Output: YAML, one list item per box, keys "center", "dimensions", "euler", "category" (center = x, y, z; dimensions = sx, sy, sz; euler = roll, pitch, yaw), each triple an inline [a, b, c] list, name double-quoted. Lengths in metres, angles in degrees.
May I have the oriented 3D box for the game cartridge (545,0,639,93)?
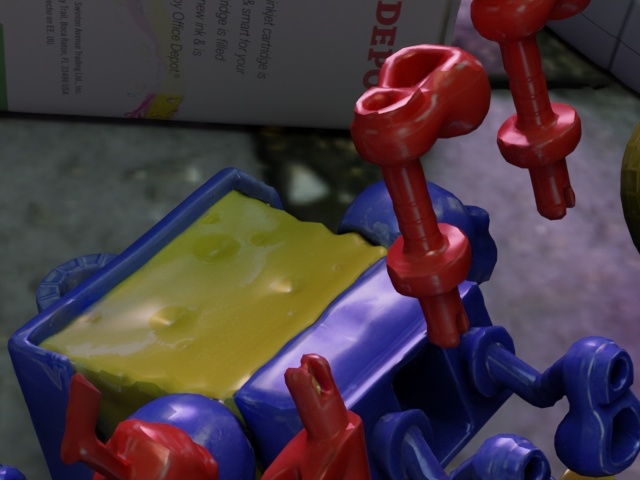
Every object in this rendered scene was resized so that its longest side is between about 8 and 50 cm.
- center: [0.241, -0.101, 0.698]
  dimensions: [0.297, 0.062, 0.198]
  euler: [27, 49, 12]
  category: "game cartridge"

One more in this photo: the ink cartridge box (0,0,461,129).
- center: [-0.054, -0.125, 0.603]
  dimensions: [0.212, 0.154, 0.093]
  euler: [4, 50, -5]
  category: "ink cartridge box"

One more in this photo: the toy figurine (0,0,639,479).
- center: [0.000, 0.000, 0.500]
  dimensions: [0.217, 0.191, 0.362]
  euler: [11, 42, 41]
  category: "toy figurine"
